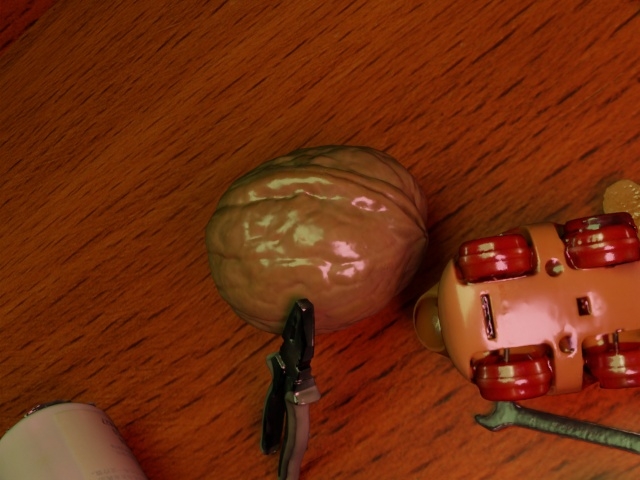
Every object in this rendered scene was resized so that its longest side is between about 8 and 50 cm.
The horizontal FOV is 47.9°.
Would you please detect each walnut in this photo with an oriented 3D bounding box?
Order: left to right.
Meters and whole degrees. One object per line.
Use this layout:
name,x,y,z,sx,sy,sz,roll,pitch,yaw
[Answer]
walnut,-0.001,-0.002,1.006,0.312,0.277,0.252,-6,101,28

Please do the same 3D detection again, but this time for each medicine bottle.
medicine bottle,-0.347,0.431,1.084,0.214,0.213,0.378,-54,46,2

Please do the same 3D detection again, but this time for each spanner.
spanner,-0.040,0.204,0.952,0.096,0.040,0.325,47,140,40
spanner,0.297,0.218,0.828,0.254,0.015,0.054,5,71,39

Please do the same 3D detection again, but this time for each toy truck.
toy truck,0.245,0.080,0.844,0.264,0.239,0.189,-8,84,2

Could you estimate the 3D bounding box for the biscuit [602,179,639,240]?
biscuit,0.447,-0.019,0.820,0.240,0.035,0.158,-7,66,36
